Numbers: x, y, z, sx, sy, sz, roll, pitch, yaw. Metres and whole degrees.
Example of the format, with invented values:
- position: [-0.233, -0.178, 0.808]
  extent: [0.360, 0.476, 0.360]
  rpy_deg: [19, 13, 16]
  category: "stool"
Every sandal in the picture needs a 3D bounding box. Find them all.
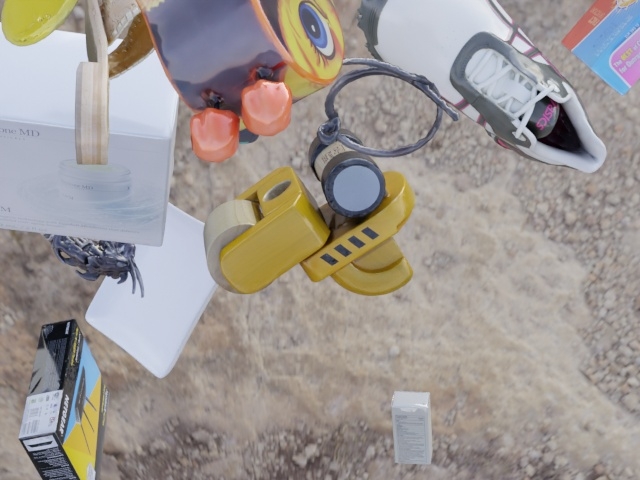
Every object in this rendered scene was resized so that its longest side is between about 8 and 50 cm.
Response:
- position: [-0.149, -0.160, 0.832]
  extent: [0.079, 0.088, 0.240]
  rpy_deg: [1, 59, -11]
  category: "sandal"

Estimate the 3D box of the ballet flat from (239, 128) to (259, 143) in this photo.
- position: [-0.067, -0.189, 1.049]
  extent: [0.074, 0.074, 0.203]
  rpy_deg: [11, 81, 2]
  category: "ballet flat"

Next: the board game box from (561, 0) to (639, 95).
- position: [0.498, -0.373, 1.531]
  extent: [0.064, 0.242, 0.316]
  rpy_deg: [37, 106, -10]
  category: "board game box"

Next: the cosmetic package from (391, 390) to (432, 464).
- position: [0.145, 0.296, 1.667]
  extent: [0.060, 0.115, 0.041]
  rpy_deg: [2, 29, 11]
  category: "cosmetic package"

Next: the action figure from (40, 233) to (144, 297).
- position: [-0.353, -0.031, 1.549]
  extent: [0.275, 0.164, 0.141]
  rpy_deg: [31, 93, 10]
  category: "action figure"

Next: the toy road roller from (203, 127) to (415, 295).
- position: [0.000, 0.000, 1.661]
  extent: [0.329, 0.202, 0.241]
  rpy_deg: [-33, 111, 4]
  category: "toy road roller"

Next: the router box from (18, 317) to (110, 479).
- position: [-0.288, 0.198, 1.207]
  extent: [0.046, 0.133, 0.179]
  rpy_deg: [-11, 39, 4]
  category: "router box"

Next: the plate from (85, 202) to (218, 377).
- position: [-0.290, 0.082, 1.950]
  extent: [0.278, 0.045, 0.277]
  rpy_deg: [28, 89, 42]
  category: "plate"

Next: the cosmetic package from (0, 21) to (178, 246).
- position: [-0.280, -0.115, 1.210]
  extent: [0.224, 0.225, 0.138]
  rpy_deg: [6, 56, -7]
  category: "cosmetic package"

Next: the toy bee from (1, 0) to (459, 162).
- position: [-0.035, -0.120, 0.447]
  extent: [0.298, 0.195, 0.162]
  rpy_deg: [31, 36, -16]
  category: "toy bee"

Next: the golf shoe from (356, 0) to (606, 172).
- position: [0.148, -0.145, 0.889]
  extent: [0.105, 0.273, 0.120]
  rpy_deg: [-55, 42, 11]
  category: "golf shoe"
